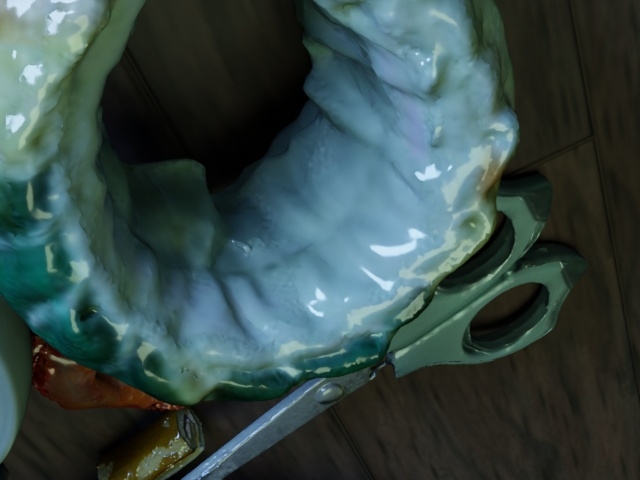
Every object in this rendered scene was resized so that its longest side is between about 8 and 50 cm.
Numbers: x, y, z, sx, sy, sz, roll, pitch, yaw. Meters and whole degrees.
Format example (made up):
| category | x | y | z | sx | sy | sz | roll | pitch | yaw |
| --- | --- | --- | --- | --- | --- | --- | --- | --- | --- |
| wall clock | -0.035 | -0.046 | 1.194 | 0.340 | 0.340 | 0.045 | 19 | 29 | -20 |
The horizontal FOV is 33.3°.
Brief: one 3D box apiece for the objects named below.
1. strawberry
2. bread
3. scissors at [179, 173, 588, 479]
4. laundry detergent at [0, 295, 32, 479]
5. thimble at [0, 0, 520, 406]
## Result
| category | x | y | z | sx | sy | sz | roll | pitch | yaw |
| --- | --- | --- | --- | --- | --- | --- | --- | --- | --- |
| strawberry | -0.137 | 0.081 | 0.699 | 0.104 | 0.048 | 0.152 | -38 | 131 | 18 |
| bread | -0.123 | 0.156 | 0.773 | 0.083 | 0.047 | 0.036 | -36 | 128 | 12 |
| scissors | 0.031 | 0.091 | 0.762 | 0.360 | 0.029 | 0.191 | -37 | 136 | -1 |
| laundry detergent | -0.266 | 0.072 | 0.594 | 0.214 | 0.105 | 0.281 | -13 | 138 | 1 |
| thimble | -0.049 | -0.066 | 0.503 | 0.254 | 0.167 | 0.288 | -40 | 130 | 3 |
